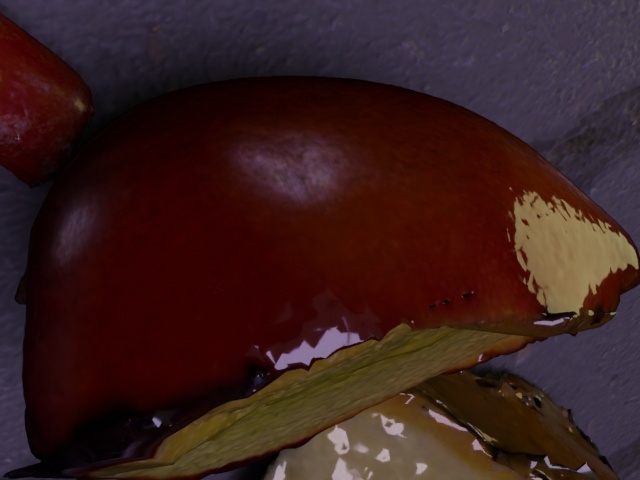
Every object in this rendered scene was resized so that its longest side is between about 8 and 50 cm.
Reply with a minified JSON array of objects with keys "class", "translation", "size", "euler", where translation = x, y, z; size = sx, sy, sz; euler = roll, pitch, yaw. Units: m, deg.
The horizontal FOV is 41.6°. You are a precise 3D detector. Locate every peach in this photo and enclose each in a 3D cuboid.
[{"class":"peach","translation":[0.000,0.000,0.479],"size":[0.362,0.201,0.257],"euler":[-15,162,-14]}]

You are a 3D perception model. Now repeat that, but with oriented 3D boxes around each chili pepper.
[{"class":"chili pepper","translation":[-0.184,-0.085,0.448],"size":[0.073,0.070,0.123],"euler":[-43,130,17]}]

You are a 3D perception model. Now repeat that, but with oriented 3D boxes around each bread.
[{"class":"bread","translation":[0.131,0.258,0.667],"size":[0.315,0.279,0.248],"euler":[14,113,-45]}]
